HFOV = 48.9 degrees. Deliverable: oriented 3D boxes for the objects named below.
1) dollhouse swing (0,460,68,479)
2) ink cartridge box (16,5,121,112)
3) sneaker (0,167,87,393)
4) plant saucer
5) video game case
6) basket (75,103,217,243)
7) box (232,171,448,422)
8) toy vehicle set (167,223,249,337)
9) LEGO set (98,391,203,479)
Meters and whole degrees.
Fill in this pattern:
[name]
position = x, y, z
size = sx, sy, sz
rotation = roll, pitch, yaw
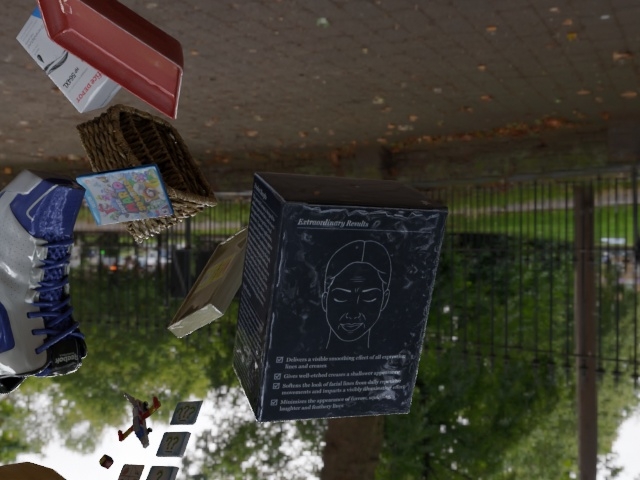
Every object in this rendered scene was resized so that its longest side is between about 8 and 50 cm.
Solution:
[dollhouse swing]
position = -0.517, 0.598, 1.240
size = 0.305, 0.315, 0.347
rotation = 11, 174, 19
[ink cartridge box]
position = -0.491, -0.386, 1.431
size = 0.148, 0.203, 0.086
rotation = -39, -177, 31
[sneaker]
position = -0.368, 0.076, 0.926
size = 0.182, 0.315, 0.127
rotation = 35, -168, 13
[plant saucer]
position = -0.326, -0.317, 1.127
size = 0.258, 0.047, 0.259
rotation = 33, 167, -8
[video game case]
position = -0.394, -0.092, 1.425
size = 0.166, 0.119, 0.015
rotation = -7, -144, 8
[basket]
position = -0.416, -0.189, 1.669
size = 0.223, 0.299, 0.213
rotation = -27, 152, -7
[box]
position = 0.021, 0.096, 1.262
size = 0.294, 0.395, 0.212
rotation = 2, -162, -21
[toy vehicle set]
position = -0.211, 0.076, 1.501
size = 0.035, 0.266, 0.166
rotation = 44, 135, -19
[LEGO set]
position = -0.349, 0.389, 1.370
size = 0.244, 0.182, 0.060
rotation = -13, 138, 41
